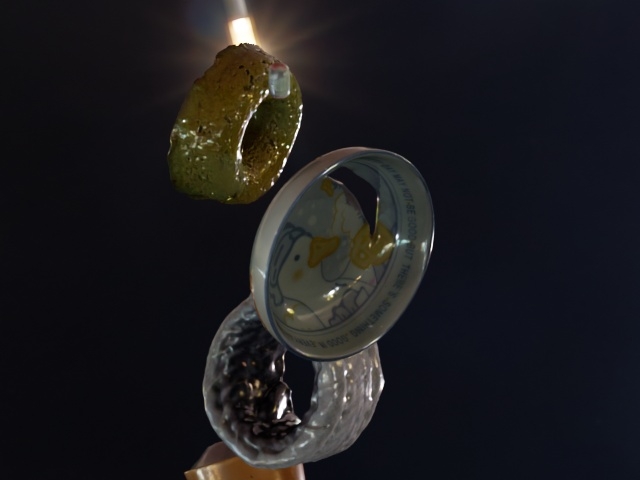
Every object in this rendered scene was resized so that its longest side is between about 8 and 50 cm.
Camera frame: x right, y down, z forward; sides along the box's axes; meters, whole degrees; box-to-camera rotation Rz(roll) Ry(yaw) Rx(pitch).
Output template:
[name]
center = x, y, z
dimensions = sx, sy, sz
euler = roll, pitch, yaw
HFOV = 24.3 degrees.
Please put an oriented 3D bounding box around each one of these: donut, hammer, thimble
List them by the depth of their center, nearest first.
[thimble]
center = -0.035, 0.182, 2.027
dimensions = 0.217, 0.245, 0.157
euler = 3, 180, 30
[hammer]
center = -0.057, -0.237, 2.146
dimensions = 0.031, 0.052, 0.083
euler = 2, -158, 4
[donut]
center = -0.124, -0.179, 2.380
dimensions = 0.107, 0.272, 0.272
euler = 25, -146, 25

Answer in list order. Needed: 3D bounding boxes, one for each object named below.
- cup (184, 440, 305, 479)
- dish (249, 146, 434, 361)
[cup]
center = -0.093, 0.431, 2.298
dimensions = 0.182, 0.263, 0.226
euler = -16, 173, -2
[dish]
center = 0.000, 0.000, 1.845
dimensions = 0.273, 0.273, 0.134
euler = -25, -144, -33
